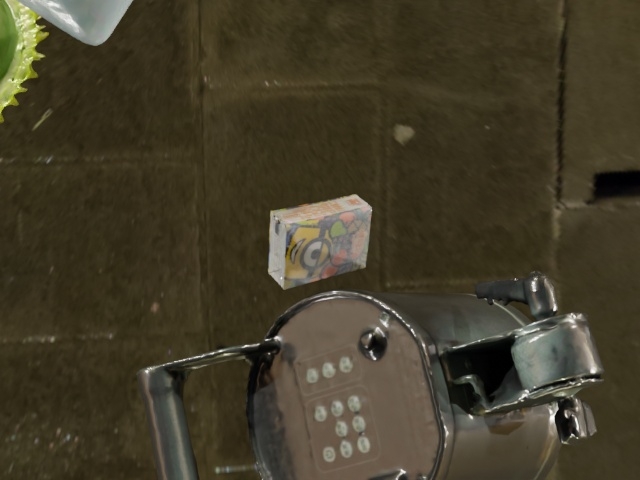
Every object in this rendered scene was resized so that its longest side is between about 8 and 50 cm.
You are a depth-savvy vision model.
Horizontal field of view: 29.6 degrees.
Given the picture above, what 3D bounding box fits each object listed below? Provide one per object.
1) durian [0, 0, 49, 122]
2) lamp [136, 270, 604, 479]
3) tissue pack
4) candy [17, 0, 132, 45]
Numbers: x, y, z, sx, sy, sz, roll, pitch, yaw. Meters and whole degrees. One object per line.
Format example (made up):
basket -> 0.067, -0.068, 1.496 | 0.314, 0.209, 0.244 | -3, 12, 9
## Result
durian -> -0.396, -0.171, 1.175 | 0.157, 0.169, 0.355 | 45, 96, 18
lamp -> 0.073, 0.150, 1.059 | 0.374, 0.272, 0.205 | -17, 75, 17
tissue pack -> 0.000, 0.000, 0.998 | 0.083, 0.035, 0.063 | -14, 123, -27
candy -> -0.215, -0.254, 0.961 | 0.174, 0.071, 0.138 | 30, 104, -20
